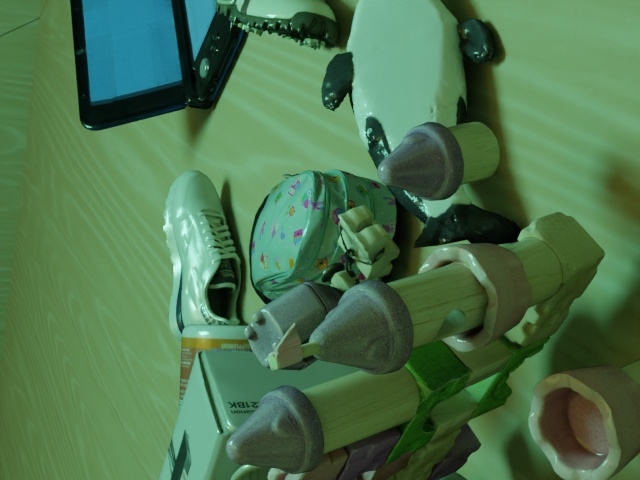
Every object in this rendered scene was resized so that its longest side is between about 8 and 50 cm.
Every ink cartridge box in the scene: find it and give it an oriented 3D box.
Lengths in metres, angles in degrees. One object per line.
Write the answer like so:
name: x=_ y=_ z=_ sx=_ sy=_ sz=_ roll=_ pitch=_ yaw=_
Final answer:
ink cartridge box: x=-0.043 y=0.238 z=1.130 sx=0.114 sy=0.196 sz=0.273 roll=-115 pitch=37 yaw=-49

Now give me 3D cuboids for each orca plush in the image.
orca plush: x=0.101 y=-0.102 z=1.033 sx=0.151 sy=0.102 sz=0.287 roll=-32 pitch=55 yaw=7

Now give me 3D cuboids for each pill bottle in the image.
pill bottle: x=-0.100 y=0.204 z=1.365 sx=0.121 sy=0.121 sz=0.216 roll=172 pitch=100 yaw=-66

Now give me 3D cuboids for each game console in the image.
game console: x=-0.236 y=-0.330 z=1.696 sx=0.250 sy=0.173 sz=0.293 roll=123 pitch=143 yaw=-49

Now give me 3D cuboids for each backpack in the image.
backpack: x=0.000 y=0.000 z=1.172 sx=0.182 sy=0.115 sz=0.152 roll=-17 pitch=69 yaw=63

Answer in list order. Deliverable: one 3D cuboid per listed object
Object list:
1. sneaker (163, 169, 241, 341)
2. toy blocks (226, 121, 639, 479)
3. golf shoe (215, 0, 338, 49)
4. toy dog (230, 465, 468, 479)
sneaker: x=-0.142 y=0.016 z=1.562 sx=0.094 sy=0.090 sz=0.235 roll=-26 pitch=66 yaw=49
toy blocks: x=0.029 y=0.098 z=0.798 sx=0.309 sy=0.260 sz=0.289 roll=52 pitch=138 yaw=27
golf shoe: x=-0.049 y=-0.288 z=1.348 sx=0.273 sy=0.105 sz=0.120 roll=45 pitch=121 yaw=60
toy dog: x=0.015 y=0.341 z=1.010 sx=0.161 sy=0.220 sz=0.334 roll=-81 pitch=-1 yaw=-55
